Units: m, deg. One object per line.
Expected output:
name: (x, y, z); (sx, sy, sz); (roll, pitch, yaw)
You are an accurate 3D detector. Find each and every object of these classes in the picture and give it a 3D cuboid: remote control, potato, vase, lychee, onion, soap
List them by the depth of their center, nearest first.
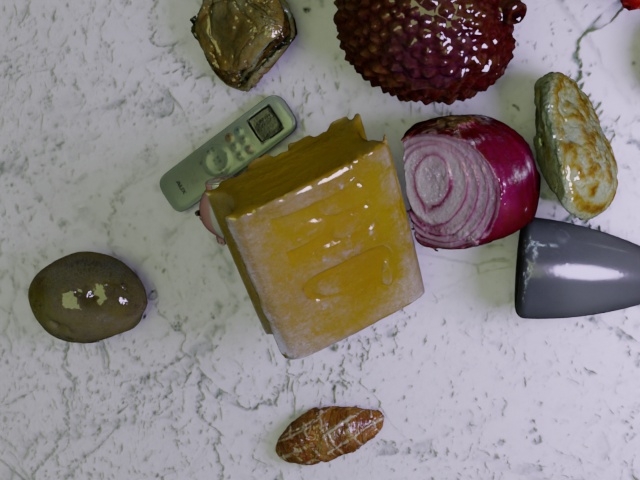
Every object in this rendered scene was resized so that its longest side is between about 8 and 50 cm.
lychee: (0.178, -0.372, 1.373); (0.331, 0.306, 0.305); (-2, 93, 30)
vase: (0.491, 0.058, 1.380); (0.322, 0.173, 0.173); (5, 95, 11)
onion: (0.264, -0.110, 1.394); (0.206, 0.207, 0.216); (7, 118, 30)
soap: (0.000, 0.000, 1.405); (0.294, 0.156, 0.335); (-26, 125, -13)
remote control: (-0.180, -0.167, 1.622); (0.310, 0.038, 0.090); (-33, 84, 15)
potato: (-0.464, 0.115, 1.668); (0.235, 0.160, 0.177); (10, 121, 2)

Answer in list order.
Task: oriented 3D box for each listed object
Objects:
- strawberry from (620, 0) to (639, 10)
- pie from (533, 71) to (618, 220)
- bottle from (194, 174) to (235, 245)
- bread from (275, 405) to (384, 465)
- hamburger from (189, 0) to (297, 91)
strawberry: (0.526, -0.504, 1.287); (0.258, 0.261, 0.260); (-10, 91, 21)
pie: (0.416, -0.153, 1.380); (0.090, 0.201, 0.247); (-17, 81, 41)
bottle: (-0.122, -0.060, 1.563); (0.237, 0.148, 0.147); (0, 94, 24)
bread: (0.009, 0.369, 1.583); (0.233, 0.076, 0.104); (-21, 89, 15)
hamburger: (-0.137, -0.396, 1.564); (0.206, 0.130, 0.183); (-40, 80, 34)
